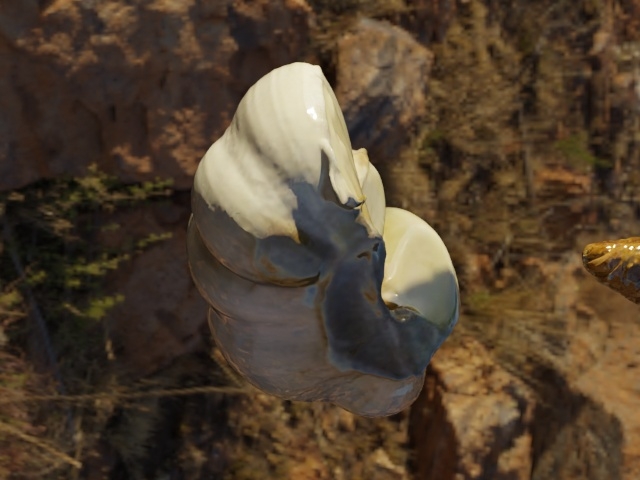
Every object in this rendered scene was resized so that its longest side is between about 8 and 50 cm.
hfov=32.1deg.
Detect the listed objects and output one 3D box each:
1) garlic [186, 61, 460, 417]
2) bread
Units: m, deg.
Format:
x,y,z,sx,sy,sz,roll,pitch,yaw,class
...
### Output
x,y,z,sx,sy,sz,roll,pitch,yaw,class
-0.011,0.010,0.828,0.281,0.185,0.203,51,20,-33,garlic
0.340,0.027,0.974,0.105,0.233,0.075,-154,-119,-82,bread
